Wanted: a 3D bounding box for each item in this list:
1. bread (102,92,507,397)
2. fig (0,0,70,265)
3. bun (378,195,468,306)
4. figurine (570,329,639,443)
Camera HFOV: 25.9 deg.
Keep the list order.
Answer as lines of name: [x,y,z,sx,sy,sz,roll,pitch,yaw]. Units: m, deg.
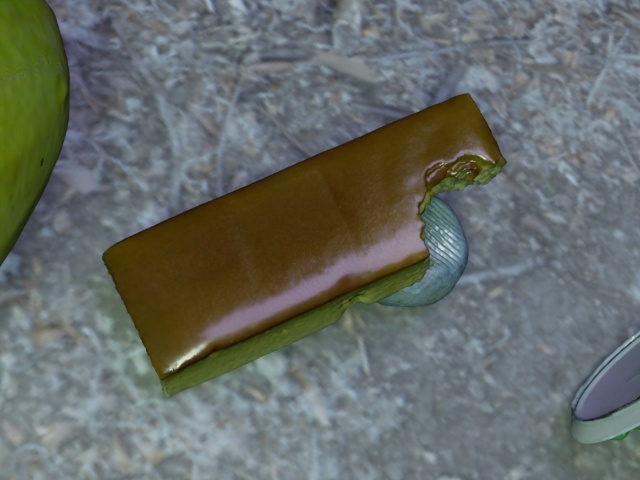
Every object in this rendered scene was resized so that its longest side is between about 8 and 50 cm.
bread: [0.000,0.000,0.758,0.226,0.049,0.088,-23,64,-12]
fig: [-0.251,-0.036,0.602,0.258,0.258,0.326,46,43,11]
bun: [0.048,0.006,0.817,0.083,0.045,0.083,13,52,-17]
figurine: [0.233,0.122,0.784,0.154,0.132,0.132,50,53,-3]
